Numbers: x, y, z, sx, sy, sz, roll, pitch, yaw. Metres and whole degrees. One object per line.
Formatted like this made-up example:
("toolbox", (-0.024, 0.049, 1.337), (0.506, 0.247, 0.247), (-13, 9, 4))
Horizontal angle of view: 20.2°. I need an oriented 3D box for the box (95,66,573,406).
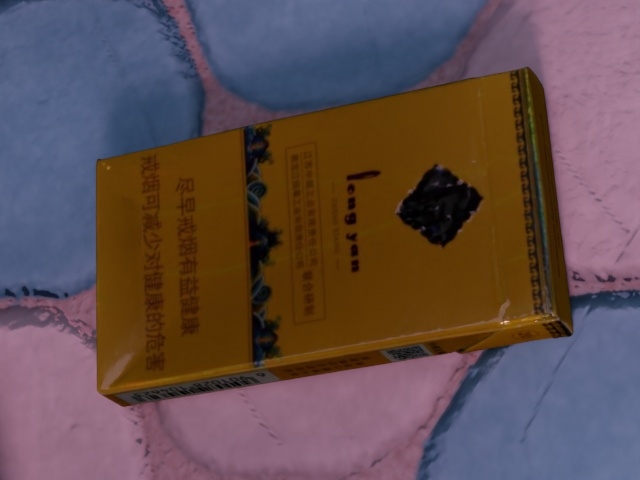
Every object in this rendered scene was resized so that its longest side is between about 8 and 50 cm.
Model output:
("box", (-0.001, 0.000, 1.040), (0.279, 0.041, 0.153), (-11, 67, 18))
